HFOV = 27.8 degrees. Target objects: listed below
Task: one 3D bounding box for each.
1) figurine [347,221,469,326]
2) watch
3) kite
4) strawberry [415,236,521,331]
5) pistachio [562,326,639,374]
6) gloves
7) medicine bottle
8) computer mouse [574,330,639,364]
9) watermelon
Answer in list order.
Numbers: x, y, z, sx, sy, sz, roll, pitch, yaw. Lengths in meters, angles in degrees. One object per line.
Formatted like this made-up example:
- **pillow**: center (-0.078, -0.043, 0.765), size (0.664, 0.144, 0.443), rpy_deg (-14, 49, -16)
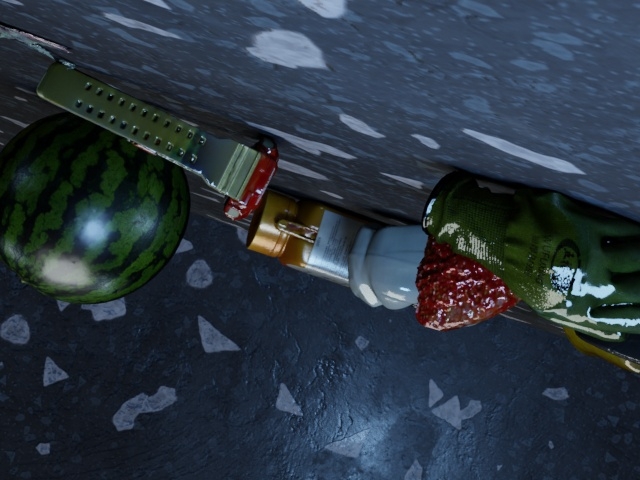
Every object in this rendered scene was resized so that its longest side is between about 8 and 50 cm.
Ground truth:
- **figurine**: center (0.154, 0.050, 1.909), size (0.236, 0.133, 0.176), rpy_deg (18, 168, -37)
- **watch**: center (-0.177, -0.118, 1.466), size (0.268, 0.102, 0.165), rpy_deg (26, 179, 4)
- **kite**: center (-0.304, -0.205, 1.334), size (0.139, 0.011, 0.156), rpy_deg (19, 177, 29)
- **strawberry**: center (0.169, 0.032, 1.379), size (0.131, 0.148, 0.131), rpy_deg (17, 178, 1)
- **pistachio**: center (0.463, 0.142, 2.037), size (0.189, 0.100, 0.110), rpy_deg (28, 163, 51)
- **gloves**: center (0.222, 0.017, 1.201), size (0.268, 0.135, 0.107), rpy_deg (20, -142, 13)
- **medicine bottle**: center (0.000, 0.001, 2.085), size (0.222, 0.112, 0.149), rpy_deg (19, 177, -11)
- **computer mouse**: center (0.478, 0.136, 1.782), size (0.264, 0.088, 0.147), rpy_deg (25, -166, 32)
- **watermelon**: center (-0.337, -0.049, 1.848), size (0.285, 0.285, 0.285), rpy_deg (19, 177, 1)
